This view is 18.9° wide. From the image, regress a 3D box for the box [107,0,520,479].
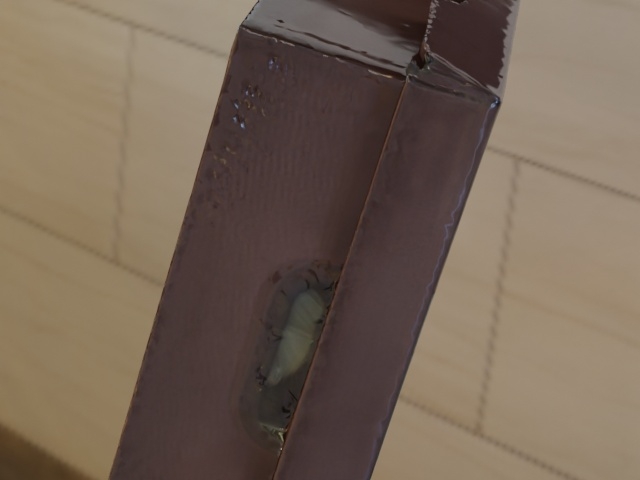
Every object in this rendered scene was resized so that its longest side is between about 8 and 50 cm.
[{"bbox_3d":[0.000,0.000,0.699,0.086,0.215,0.215,18,112,1],"label":"box"}]
